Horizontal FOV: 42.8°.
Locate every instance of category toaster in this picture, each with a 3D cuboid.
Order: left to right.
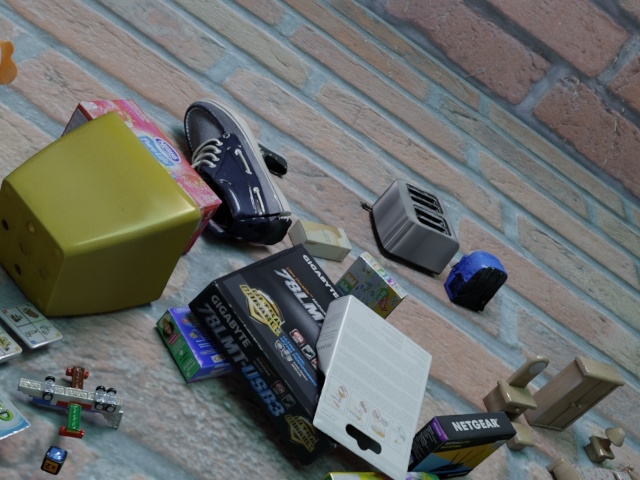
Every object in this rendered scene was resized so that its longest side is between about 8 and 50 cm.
[{"bbox_3d":[0.203,-0.034,1.800,0.186,0.110,0.168,23,33,-25],"label":"toaster"}]

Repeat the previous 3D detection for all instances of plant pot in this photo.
[{"bbox_3d":[-0.329,-0.018,1.128,0.212,0.212,0.187,48,43,16],"label":"plant pot"}]

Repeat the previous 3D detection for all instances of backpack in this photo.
[{"bbox_3d":[0.338,0.077,1.785,0.098,0.120,0.101,17,37,-31],"label":"backpack"}]

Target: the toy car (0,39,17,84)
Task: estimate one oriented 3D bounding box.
[{"bbox_3d":[-0.577,-0.325,1.284,0.238,0.210,0.219,21,21,-50],"label":"toy car"}]

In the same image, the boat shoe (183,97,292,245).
[{"bbox_3d":[-0.190,-0.141,1.497,0.158,0.127,0.340,3,45,-56],"label":"boat shoe"}]

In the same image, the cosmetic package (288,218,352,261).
[{"bbox_3d":[0.000,0.000,1.602,0.115,0.041,0.060,12,40,-38],"label":"cosmetic package"}]

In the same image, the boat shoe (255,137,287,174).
[{"bbox_3d":[-0.125,-0.176,1.699,0.142,0.049,0.040,21,35,-32],"label":"boat shoe"}]

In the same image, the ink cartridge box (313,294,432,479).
[{"bbox_3d":[0.069,0.224,1.231,0.189,0.066,0.232,38,51,-22],"label":"ink cartridge box"}]

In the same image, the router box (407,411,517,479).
[{"bbox_3d":[0.206,0.328,1.291,0.179,0.133,0.046,7,43,-41],"label":"router box"}]

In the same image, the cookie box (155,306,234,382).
[{"bbox_3d":[-0.177,0.150,1.207,0.092,0.040,0.107,-1,49,-50],"label":"cookie box"}]

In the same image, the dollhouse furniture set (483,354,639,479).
[{"bbox_3d":[0.510,0.402,1.479,0.303,0.173,0.355,18,36,-31],"label":"dollhouse furniture set"}]

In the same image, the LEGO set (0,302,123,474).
[{"bbox_3d":[-0.356,0.183,0.983,0.244,0.060,0.182,37,28,21],"label":"LEGO set"}]

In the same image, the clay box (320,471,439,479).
[{"bbox_3d":[0.105,0.398,1.166,0.222,0.053,0.127,14,38,-38],"label":"clay box"}]

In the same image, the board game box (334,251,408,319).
[{"bbox_3d":[0.066,0.109,1.414,0.103,0.154,0.026,46,31,13],"label":"board game box"}]

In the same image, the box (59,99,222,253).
[{"bbox_3d":[-0.300,-0.098,1.325,0.257,0.128,0.123,47,31,16],"label":"box"}]

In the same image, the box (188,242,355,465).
[{"bbox_3d":[-0.025,0.161,1.280,0.295,0.073,0.293,53,29,8],"label":"box"}]
